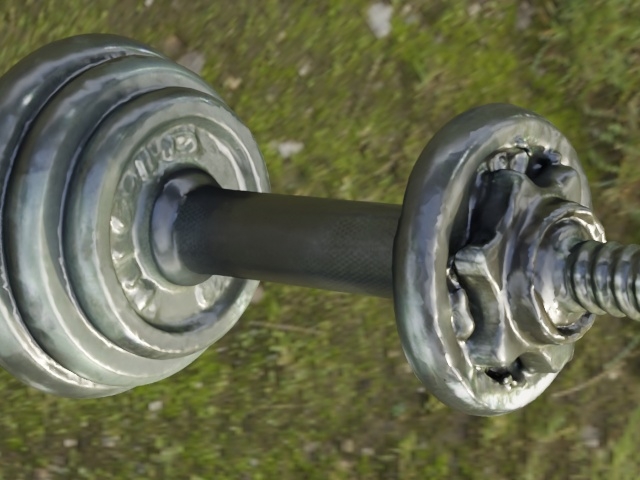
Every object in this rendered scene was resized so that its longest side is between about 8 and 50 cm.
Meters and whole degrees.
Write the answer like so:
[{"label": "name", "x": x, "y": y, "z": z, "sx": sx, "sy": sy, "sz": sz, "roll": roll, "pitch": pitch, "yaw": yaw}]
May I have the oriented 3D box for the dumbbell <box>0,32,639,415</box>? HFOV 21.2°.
[{"label": "dumbbell", "x": 0.000, "y": 0.000, "z": 0.460, "sx": 0.110, "sy": 0.254, "sz": 0.110, "roll": -9, "pitch": 101, "yaw": -49}]
